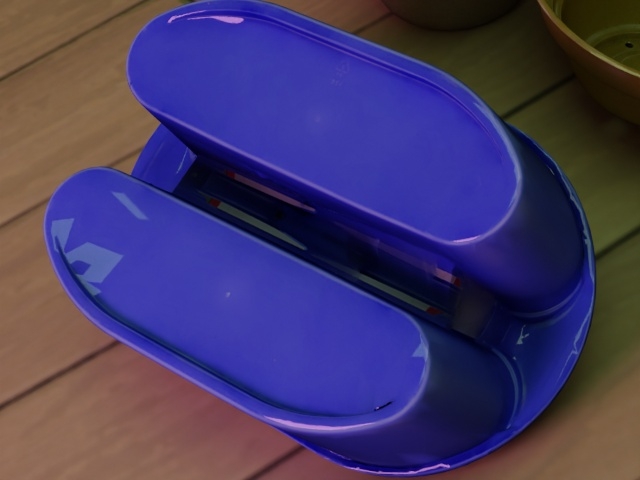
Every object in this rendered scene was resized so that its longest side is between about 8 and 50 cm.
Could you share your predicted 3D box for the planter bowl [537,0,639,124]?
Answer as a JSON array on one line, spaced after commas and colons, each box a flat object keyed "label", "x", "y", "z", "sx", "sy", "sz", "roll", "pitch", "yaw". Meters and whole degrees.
[{"label": "planter bowl", "x": 0.240, "y": -0.141, "z": 0.910, "sx": 0.217, "sy": 0.090, "sz": 0.217, "roll": 4, "pitch": 47, "yaw": -4}]

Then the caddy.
[{"label": "caddy", "x": 0.000, "y": 0.000, "z": 0.823, "sx": 0.341, "sy": 0.179, "sz": 0.241, "roll": 26, "pitch": 88, "yaw": 26}]

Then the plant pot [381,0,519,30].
[{"label": "plant pot", "x": 0.087, "y": -0.293, "z": 0.947, "sx": 0.256, "sy": 0.274, "sz": 0.256, "roll": -6, "pitch": 55, "yaw": 8}]
